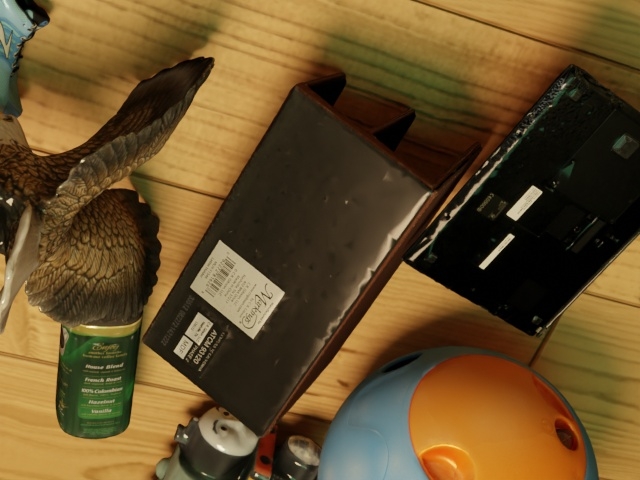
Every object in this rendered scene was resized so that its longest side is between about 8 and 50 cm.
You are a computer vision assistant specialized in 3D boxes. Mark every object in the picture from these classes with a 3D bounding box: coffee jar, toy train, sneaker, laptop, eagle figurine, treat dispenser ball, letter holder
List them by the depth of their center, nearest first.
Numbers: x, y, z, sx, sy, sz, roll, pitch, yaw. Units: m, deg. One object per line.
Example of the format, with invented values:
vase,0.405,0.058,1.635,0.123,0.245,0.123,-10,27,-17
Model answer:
eagle figurine,-0.212,-0.040,0.925,0.298,0.225,0.226,-7,174,-39
sneaker,-0.270,-0.176,0.957,0.073,0.063,0.162,-3,123,-9
laptop,0.239,-0.037,1.064,0.264,0.136,0.234,29,114,-23
letter holder,0.000,0.000,1.069,0.152,0.214,0.302,38,116,8
coffee jar,-0.224,0.104,1.122,0.079,0.096,0.184,1,123,-17
treat dispenser ball,0.141,0.253,1.147,0.288,0.288,0.288,-3,123,-5
toy train,-0.127,0.336,1.266,0.190,0.142,0.334,25,116,-10
